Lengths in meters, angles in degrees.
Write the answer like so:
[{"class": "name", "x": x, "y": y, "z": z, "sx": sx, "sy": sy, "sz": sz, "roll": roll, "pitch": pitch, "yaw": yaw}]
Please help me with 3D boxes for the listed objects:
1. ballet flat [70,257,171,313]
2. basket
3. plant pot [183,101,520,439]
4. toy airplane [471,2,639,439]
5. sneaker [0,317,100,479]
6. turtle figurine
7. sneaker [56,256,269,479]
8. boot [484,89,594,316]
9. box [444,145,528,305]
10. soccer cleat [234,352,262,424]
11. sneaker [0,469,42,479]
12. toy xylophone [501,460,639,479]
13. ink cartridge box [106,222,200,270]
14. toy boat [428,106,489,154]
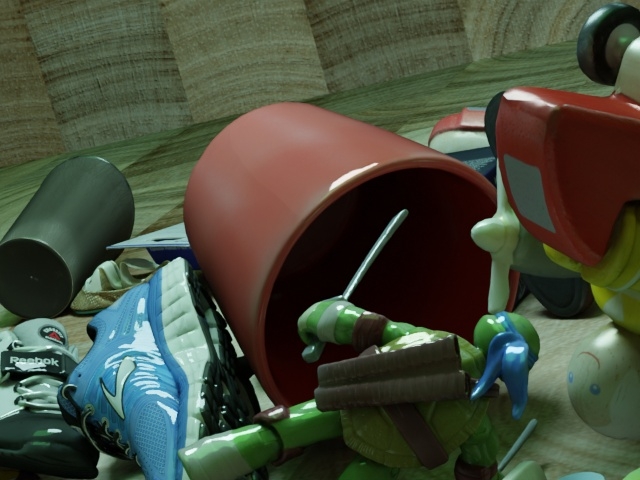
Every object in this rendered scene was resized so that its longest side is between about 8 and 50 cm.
[{"class": "ballet flat", "x": -0.263, "y": 0.056, "z": 2.311, "sx": 0.206, "sy": 0.067, "sz": 0.073, "roll": -8, "pitch": 19, "yaw": 36}, {"class": "basket", "x": -0.376, "y": 0.010, "z": 2.458, "sx": 0.154, "sy": 0.204, "sz": 0.227, "roll": 26, "pitch": 27, "yaw": 1}, {"class": "plant pot", "x": 0.010, "y": 0.004, "z": 1.577, "sx": 0.275, "sy": 0.275, "sz": 0.243, "roll": -20, "pitch": 34, "yaw": -19}, {"class": "toy airplane", "x": 0.287, "y": 0.033, "z": 1.276, "sx": 0.272, "sy": 0.384, "sz": 0.386, "roll": -58, "pitch": -7, "yaw": 0}, {"class": "sneaker", "x": -0.282, "y": 0.146, "z": 1.655, "sx": 0.122, "sy": 0.146, "sz": 0.330, "roll": 17, "pitch": -5, "yaw": -23}, {"class": "turtle figurine", "x": 0.042, "y": 0.147, "z": 1.294, "sx": 0.266, "sy": 0.198, "sz": 0.275, "roll": -32, "pitch": 20, "yaw": -5}, {"class": "sneaker", "x": -0.141, "y": 0.160, "z": 1.480, "sx": 0.147, "sy": 0.130, "sz": 0.330, "roll": -26, "pitch": 35, "yaw": 7}, {"class": "boot", "x": 0.322, "y": -0.033, "z": 1.853, "sx": 0.280, "sy": 0.264, "sz": 0.096, "roll": 6, "pitch": -39, "yaw": -35}, {"class": "box", "x": 0.162, "y": -0.008, "z": 1.877, "sx": 0.108, "sy": 0.153, "sz": 0.207, "roll": -9, "pitch": 15, "yaw": 28}, {"class": "soccer cleat", "x": -0.174, "y": 0.146, "z": 1.703, "sx": 0.143, "sy": 0.116, "sz": 0.331, "roll": -23, "pitch": 14, "yaw": -22}, {"class": "sneaker", "x": -0.358, "y": 0.231, "z": 1.625, "sx": 0.185, "sy": 0.084, "sz": 0.069, "roll": -14, "pitch": 13, "yaw": 6}, {"class": "toy xylophone", "x": 0.232, "y": 0.200, "z": 1.047, "sx": 0.323, "sy": 0.081, "sz": 0.236, "roll": -9, "pitch": 14, "yaw": 28}, {"class": "ink cartridge box", "x": -0.095, "y": -0.014, "z": 2.354, "sx": 0.371, "sy": 0.069, "sz": 0.176, "roll": -17, "pitch": 11, "yaw": -43}, {"class": "toy boat", "x": 0.223, "y": -0.109, "z": 2.070, "sx": 0.151, "sy": 0.231, "sz": 0.151, "roll": 4, "pitch": 63, "yaw": 20}]
